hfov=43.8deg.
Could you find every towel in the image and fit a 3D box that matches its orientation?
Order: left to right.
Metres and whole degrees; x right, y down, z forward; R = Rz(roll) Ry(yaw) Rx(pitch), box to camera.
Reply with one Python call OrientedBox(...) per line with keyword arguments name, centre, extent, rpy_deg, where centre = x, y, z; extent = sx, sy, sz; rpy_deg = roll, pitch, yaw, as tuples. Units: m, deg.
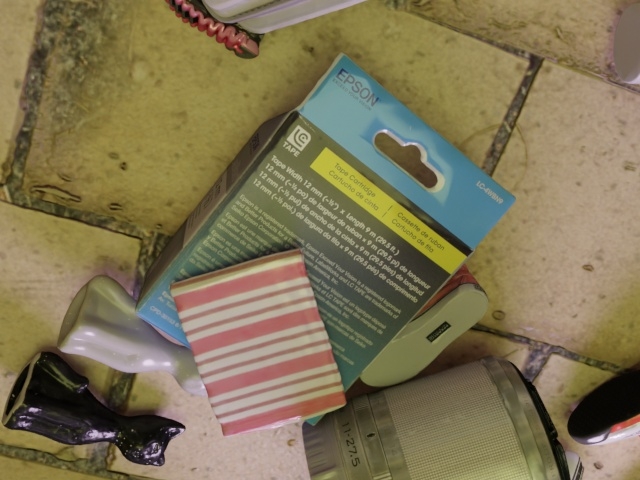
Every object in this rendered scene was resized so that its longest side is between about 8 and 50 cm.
OrientedBox(name="towel", centre=(-0.063, 0.111, 0.844), extent=(0.144, 0.029, 0.197), rpy_deg=(-16, 110, 2))

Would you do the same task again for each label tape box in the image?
OrientedBox(name="label tape box", centre=(0.000, 0.000, 0.880), extent=(0.249, 0.115, 0.347), rpy_deg=(36, 102, -17))

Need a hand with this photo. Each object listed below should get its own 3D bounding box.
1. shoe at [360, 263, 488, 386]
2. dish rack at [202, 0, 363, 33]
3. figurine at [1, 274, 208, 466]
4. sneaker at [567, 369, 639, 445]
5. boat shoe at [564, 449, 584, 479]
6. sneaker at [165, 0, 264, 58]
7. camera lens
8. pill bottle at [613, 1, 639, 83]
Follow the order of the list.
OrientedBox(name="shoe", centre=(0.114, 0.097, 0.945), extent=(0.178, 0.081, 0.063), rpy_deg=(-39, 117, 13))
OrientedBox(name="dish rack", centre=(-0.059, -0.346, 0.646), extent=(0.072, 0.286, 0.332), rpy_deg=(-26, 107, -37))
OrientedBox(name="figurine", centre=(-0.224, 0.168, 0.934), extent=(0.209, 0.092, 0.215), rpy_deg=(30, 113, -24))
OrientedBox(name="sneaker", centre=(0.465, 0.221, 1.022), extent=(0.270, 0.090, 0.145), rpy_deg=(-34, 108, 5))
OrientedBox(name="boat shoe", centre=(0.336, 0.384, 1.065), extent=(0.070, 0.078, 0.219), rpy_deg=(10, 109, 21))
OrientedBox(name="sneaker", centre=(-0.106, -0.239, 0.819), extent=(0.119, 0.047, 0.057), rpy_deg=(31, 83, -17))
OrientedBox(name="camera lens", centre=(0.137, 0.271, 0.938), extent=(0.274, 0.219, 0.219), rpy_deg=(-17, 112, 1))
OrientedBox(name="pill bottle", centre=(0.417, -0.208, 0.840), extent=(0.187, 0.112, 0.112), rpy_deg=(-1, 111, -5))
